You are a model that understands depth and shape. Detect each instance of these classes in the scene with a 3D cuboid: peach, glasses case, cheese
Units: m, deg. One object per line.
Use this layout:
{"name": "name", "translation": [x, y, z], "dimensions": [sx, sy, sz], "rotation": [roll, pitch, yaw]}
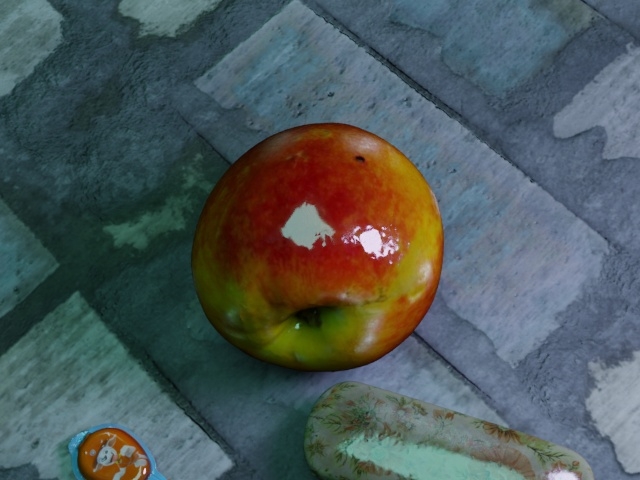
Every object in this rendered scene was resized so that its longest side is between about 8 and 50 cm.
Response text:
{"name": "peach", "translation": [0.000, 0.000, 1.741], "dimensions": [0.388, 0.388, 0.388], "rotation": [-3, 63, 5]}
{"name": "glasses case", "translation": [0.181, 0.324, 1.686], "dimensions": [0.425, 0.098, 0.157], "rotation": [16, 67, 14]}
{"name": "cheese", "translation": [-0.272, 0.356, 1.759], "dimensions": [0.256, 0.037, 0.106], "rotation": [27, 71, 20]}
